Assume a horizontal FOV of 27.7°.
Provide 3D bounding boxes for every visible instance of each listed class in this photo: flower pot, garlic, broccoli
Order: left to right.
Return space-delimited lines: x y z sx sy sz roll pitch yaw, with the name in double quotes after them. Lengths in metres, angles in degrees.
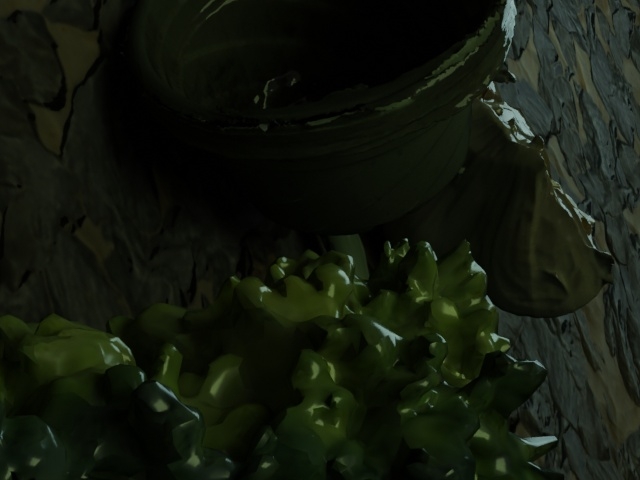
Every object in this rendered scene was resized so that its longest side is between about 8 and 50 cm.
-0.093 0.133 0.482 0.281 0.348 0.293 -114 -149 -63 "broccoli"
0.009 -0.096 0.782 0.140 0.236 0.235 71 24 -43 "flower pot"
0.103 -0.040 0.932 0.229 0.143 0.178 66 11 20 "garlic"

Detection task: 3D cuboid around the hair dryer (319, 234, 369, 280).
-0.008 0.011 0.832 0.167 0.067 0.199 -18 78 -53 "hair dryer"
